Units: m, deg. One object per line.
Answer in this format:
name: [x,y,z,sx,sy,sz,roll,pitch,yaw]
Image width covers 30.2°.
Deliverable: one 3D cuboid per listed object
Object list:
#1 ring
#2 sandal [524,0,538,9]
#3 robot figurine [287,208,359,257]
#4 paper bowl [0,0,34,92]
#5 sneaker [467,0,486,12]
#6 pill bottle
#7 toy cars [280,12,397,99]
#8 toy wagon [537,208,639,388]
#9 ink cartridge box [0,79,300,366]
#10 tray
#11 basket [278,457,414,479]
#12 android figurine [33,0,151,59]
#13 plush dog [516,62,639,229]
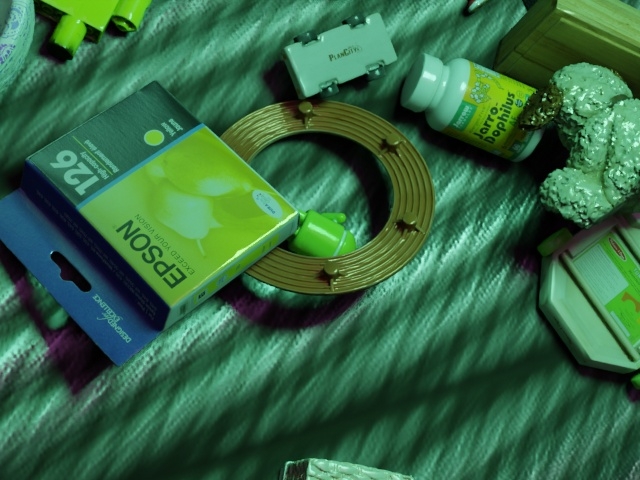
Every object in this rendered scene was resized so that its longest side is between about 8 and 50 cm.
ring: [-0.004,-0.073,1.666,0.336,0.032,0.337,2,58,-3]
sandal: [0.356,-0.459,1.962,0.040,0.067,0.179,-2,71,-32]
robot figurine: [0.000,0.000,1.688,0.115,0.067,0.101,28,65,-10]
paper bowl: [-0.515,-0.292,1.536,0.284,0.148,0.284,2,76,-7]
sneaker: [0.258,-0.422,1.925,0.067,0.042,0.118,46,57,-6]
pill bottle: [0.233,-0.208,1.808,0.208,0.117,0.118,21,68,-13]
toy cars: [0.051,-0.364,1.811,0.176,0.087,0.394,31,69,-26]
toy wagon: [0.499,0.056,1.849,0.344,0.068,0.267,-33,87,-26]
ink cartridge box: [-0.241,-0.037,1.565,0.307,0.072,0.303,-37,69,-27]
tray: [0.502,-0.255,1.869,0.410,0.203,0.076,21,63,-12]
basket: [0.033,0.356,1.569,0.167,0.103,0.113,13,69,-15]
android figurine: [-0.354,-0.397,1.694,0.248,0.056,0.273,27,68,-9]
plush dog: [0.417,-0.166,1.734,0.262,0.211,0.225,-16,62,-44]
